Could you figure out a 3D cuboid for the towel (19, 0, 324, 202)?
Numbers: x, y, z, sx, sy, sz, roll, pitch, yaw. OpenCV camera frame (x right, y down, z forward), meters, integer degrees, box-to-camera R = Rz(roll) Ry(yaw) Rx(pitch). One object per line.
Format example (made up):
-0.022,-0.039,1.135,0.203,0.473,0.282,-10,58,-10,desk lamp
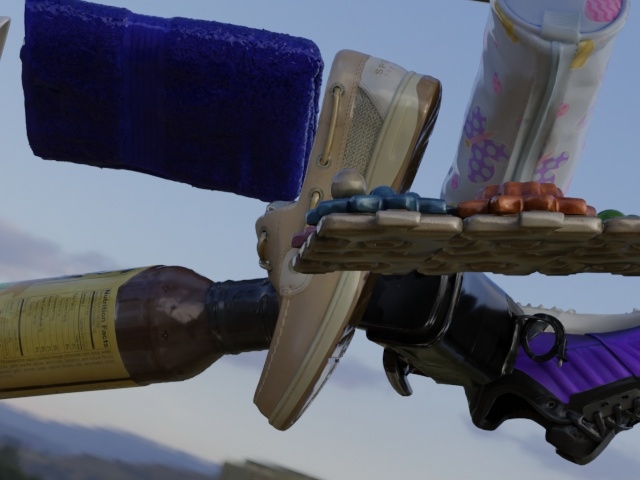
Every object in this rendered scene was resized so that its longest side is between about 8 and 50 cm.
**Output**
-0.155,-0.136,1.610,0.308,0.076,0.227,9,-37,3,towel

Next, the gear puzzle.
0.156,-0.012,0.937,0.339,0.044,0.175,1,-10,-7,gear puzzle

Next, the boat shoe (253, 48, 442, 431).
0.000,0.000,1.234,0.098,0.302,0.109,22,7,7,boat shoe

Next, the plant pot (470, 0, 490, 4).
0.253,-0.382,1.987,0.230,0.215,0.215,-22,15,-35,plant pot

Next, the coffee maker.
0.113,0.058,1.396,0.171,0.120,0.178,-14,-21,17,coffee maker

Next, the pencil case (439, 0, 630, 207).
0.173,-0.107,1.310,0.113,0.124,0.273,21,-44,11,pencil case

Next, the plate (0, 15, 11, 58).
-0.351,-0.026,1.210,0.045,0.277,0.278,35,-32,-3,plate

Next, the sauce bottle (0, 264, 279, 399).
-0.173,0.080,1.413,0.344,0.111,0.111,-6,-21,18,sauce bottle

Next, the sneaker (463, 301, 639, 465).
0.272,0.143,1.467,0.293,0.146,0.102,-1,-30,23,sneaker
